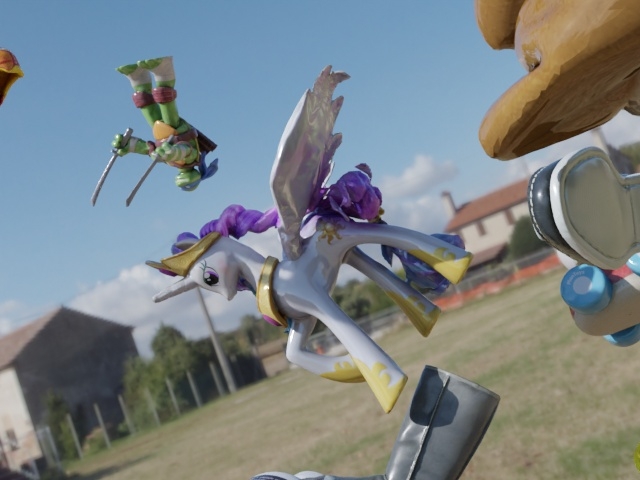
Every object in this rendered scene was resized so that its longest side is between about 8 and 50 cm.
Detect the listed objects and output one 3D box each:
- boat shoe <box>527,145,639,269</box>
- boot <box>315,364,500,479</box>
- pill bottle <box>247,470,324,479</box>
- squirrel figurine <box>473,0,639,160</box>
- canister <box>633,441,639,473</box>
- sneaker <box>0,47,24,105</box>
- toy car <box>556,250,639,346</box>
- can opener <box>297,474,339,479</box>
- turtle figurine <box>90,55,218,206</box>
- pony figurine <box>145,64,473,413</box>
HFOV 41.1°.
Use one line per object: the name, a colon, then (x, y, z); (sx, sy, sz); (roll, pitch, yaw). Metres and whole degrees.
boat shoe: (0.254, -0.024, 0.827); (0.091, 0.114, 0.302); (-5, -8, 35)
boot: (0.098, 0.250, 1.040); (0.190, 0.208, 0.076); (18, -8, 13)
pill bottle: (-0.094, 0.415, 1.094); (0.181, 0.181, 0.323); (-24, -5, 36)
squirrel figurine: (0.235, -0.303, 0.622); (0.281, 0.370, 0.397); (-10, -22, -9)
canister: (0.535, 0.272, 1.185); (0.170, 0.073, 0.126); (-18, -41, -19)
sneaker: (-0.513, -0.210, 1.268); (0.175, 0.067, 0.064); (-43, -24, 18)
toy car: (0.473, 0.015, 1.385); (0.210, 0.238, 0.219); (-34, -38, 21)
can opener: (-0.004, 0.201, 0.638); (0.073, 0.059, 0.186); (24, -9, -1)
turtle figurine: (-0.341, -0.206, 1.641); (0.275, 0.266, 0.198); (-13, 11, -8)
pony figurine: (0.000, 0.000, 1.105); (0.351, 0.363, 0.303); (-59, -8, -14)
